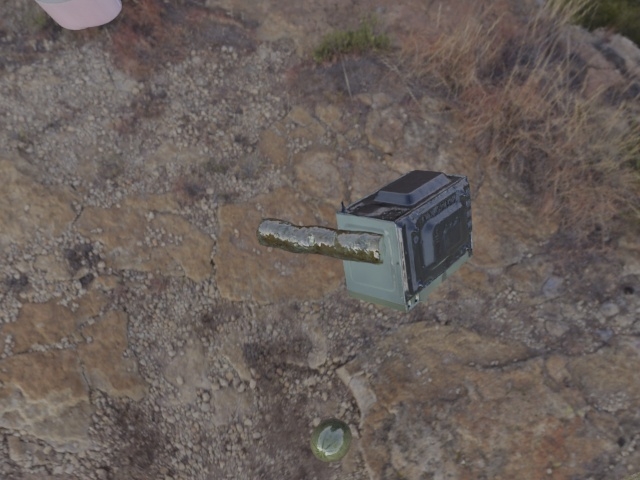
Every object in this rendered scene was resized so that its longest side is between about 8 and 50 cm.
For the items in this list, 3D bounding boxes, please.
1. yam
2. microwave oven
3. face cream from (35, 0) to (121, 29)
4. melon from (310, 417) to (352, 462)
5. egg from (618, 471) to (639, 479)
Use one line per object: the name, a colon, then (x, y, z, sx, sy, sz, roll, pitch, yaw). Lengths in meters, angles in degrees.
yam: (0.000, 0.000, 0.919, 0.252, 0.061, 0.061, 8, 54, 30)
microwave oven: (0.246, -0.012, 1.391, 0.218, 0.286, 0.355, 13, 31, 41)
face cream: (-0.274, -0.281, 0.488, 0.084, 0.198, 0.057, -5, 72, 9)
melon: (0.025, 0.482, 1.255, 0.098, 0.098, 0.130, 49, 20, 17)
egg: (0.558, 0.477, 0.833, 0.245, 0.203, 0.203, -19, 63, 9)
